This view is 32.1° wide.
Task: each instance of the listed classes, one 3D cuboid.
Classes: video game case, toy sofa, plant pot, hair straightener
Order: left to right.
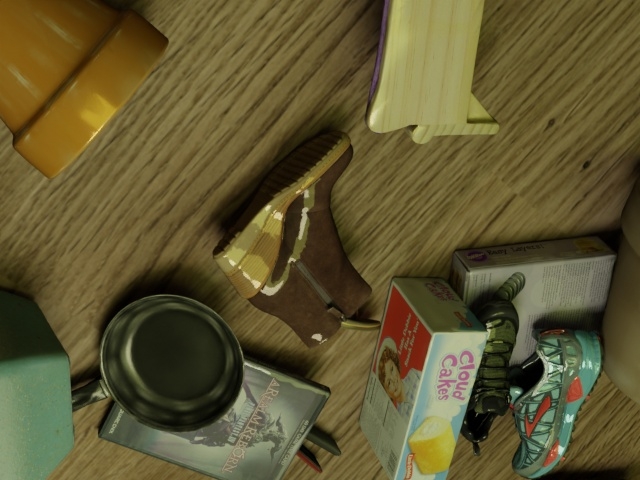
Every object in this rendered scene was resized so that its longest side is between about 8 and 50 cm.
[{"bbox_3d":[-0.442,0.191,1.358,0.252,0.247,0.248,-12,122,-27],"label":"plant pot"},{"bbox_3d":[-0.303,-0.204,1.214,0.188,0.205,0.205,41,99,-17],"label":"plant pot"},{"bbox_3d":[-0.149,0.243,1.579,0.274,0.026,0.196,24,108,-16],"label":"video game case"},{"bbox_3d":[-0.041,0.254,1.650,0.089,0.047,0.230,-41,119,5],"label":"hair straightener"},{"bbox_3d":[0.132,-0.309,1.328,0.177,0.150,0.363,-4,119,-16],"label":"toy sofa"},{"bbox_3d":[0.543,0.094,1.591,0.323,0.323,0.280,5,125,-22],"label":"plant pot"}]

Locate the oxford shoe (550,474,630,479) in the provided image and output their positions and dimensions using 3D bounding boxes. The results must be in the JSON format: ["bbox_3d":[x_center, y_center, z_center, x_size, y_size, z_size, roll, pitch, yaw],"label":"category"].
[{"bbox_3d":[0.462,0.444,1.911,0.227,0.096,0.083,7,103,-1],"label":"oxford shoe"}]

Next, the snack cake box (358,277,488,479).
[{"bbox_3d":[0.143,0.204,1.618,0.089,0.152,0.265,1,118,-20],"label":"snack cake box"}]

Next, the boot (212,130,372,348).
[{"bbox_3d":[0.000,0.000,1.474,0.248,0.090,0.207,-47,118,2],"label":"boot"}]

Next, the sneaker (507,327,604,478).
[{"bbox_3d":[0.322,0.237,1.674,0.125,0.104,0.262,14,112,-7],"label":"sneaker"}]

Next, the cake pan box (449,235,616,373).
[{"bbox_3d":[0.309,0.131,1.689,0.245,0.070,0.267,-6,120,-14],"label":"cake pan box"}]

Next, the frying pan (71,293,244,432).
[{"bbox_3d":[-0.241,0.203,1.501,0.197,0.053,0.326,45,107,-7],"label":"frying pan"}]

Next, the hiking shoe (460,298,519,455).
[{"bbox_3d":[0.247,0.194,1.594,0.086,0.114,0.227,1,119,-18],"label":"hiking shoe"}]

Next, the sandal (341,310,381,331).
[{"bbox_3d":[0.012,0.091,1.566,0.180,0.072,0.049,21,88,-24],"label":"sandal"}]
